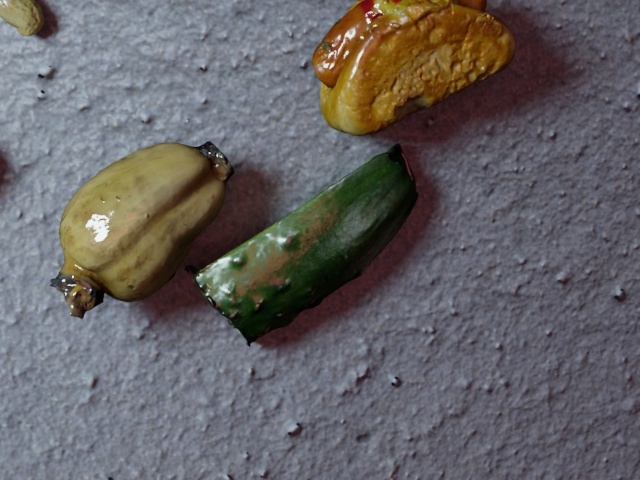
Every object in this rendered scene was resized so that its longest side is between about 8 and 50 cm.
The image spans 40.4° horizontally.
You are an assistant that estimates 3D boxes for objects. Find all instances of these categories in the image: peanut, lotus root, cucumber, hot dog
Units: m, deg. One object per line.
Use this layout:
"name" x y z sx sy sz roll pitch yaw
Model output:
"peanut" -0.370 -0.297 1.036 0.054 0.054 0.113 -29 102 -6
"lotus root" -0.215 -0.019 1.045 0.257 0.140 0.154 -41 129 -11
"cucumber" 0.002 0.002 1.103 0.325 0.105 0.145 -35 99 -7
"hot dog" 0.105 -0.244 1.078 0.256 0.150 0.153 -26 109 -6
